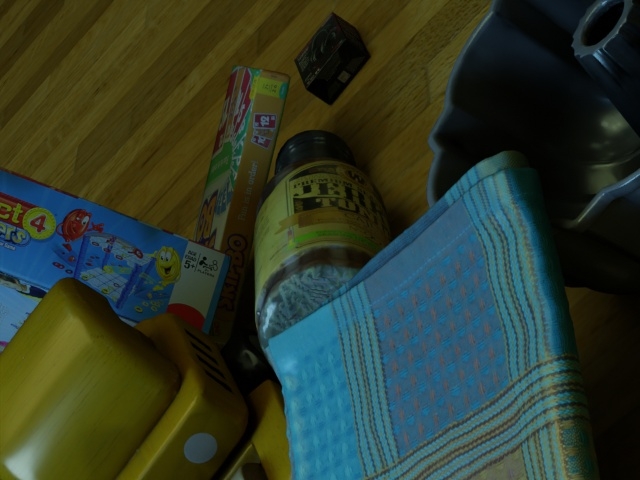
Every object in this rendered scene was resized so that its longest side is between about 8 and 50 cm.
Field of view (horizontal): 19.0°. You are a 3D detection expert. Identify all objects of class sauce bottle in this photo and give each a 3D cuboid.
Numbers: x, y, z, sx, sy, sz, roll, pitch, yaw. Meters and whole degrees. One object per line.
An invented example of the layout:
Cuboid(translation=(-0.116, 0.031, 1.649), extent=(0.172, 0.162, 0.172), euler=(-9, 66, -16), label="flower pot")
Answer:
Cuboid(translation=(0.000, 0.000, 1.490), extent=(0.111, 0.111, 0.344), euler=(-50, 18, 16), label="sauce bottle")

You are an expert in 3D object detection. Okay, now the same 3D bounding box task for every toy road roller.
Cuboid(translation=(-0.118, 0.165, 1.356), extent=(0.202, 0.240, 0.329), euler=(-54, 23, 8), label="toy road roller")

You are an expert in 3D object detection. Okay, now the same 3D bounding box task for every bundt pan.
Cuboid(translation=(0.218, -0.106, 1.192), extent=(0.331, 0.124, 0.331), euler=(-44, 27, 29), label="bundt pan")

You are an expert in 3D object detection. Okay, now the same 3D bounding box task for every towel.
Cuboid(translation=(0.064, 0.165, 1.088), extent=(0.271, 0.040, 0.370), euler=(-40, 47, 46), label="towel")

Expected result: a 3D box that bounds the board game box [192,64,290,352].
Cuboid(translation=(-0.081, -0.023, 1.677), extent=(0.124, 0.039, 0.259), euler=(-153, 73, -75), label="board game box")

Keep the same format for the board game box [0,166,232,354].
Cuboid(translation=(-0.263, 0.045, 1.625), extent=(0.308, 0.302, 0.086), euler=(133, 156, -63), label="board game box")

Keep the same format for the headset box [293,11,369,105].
Cuboid(translation=(0.009, -0.174, 1.809), extent=(0.062, 0.032, 0.083), euler=(-50, 25, 16), label="headset box")
